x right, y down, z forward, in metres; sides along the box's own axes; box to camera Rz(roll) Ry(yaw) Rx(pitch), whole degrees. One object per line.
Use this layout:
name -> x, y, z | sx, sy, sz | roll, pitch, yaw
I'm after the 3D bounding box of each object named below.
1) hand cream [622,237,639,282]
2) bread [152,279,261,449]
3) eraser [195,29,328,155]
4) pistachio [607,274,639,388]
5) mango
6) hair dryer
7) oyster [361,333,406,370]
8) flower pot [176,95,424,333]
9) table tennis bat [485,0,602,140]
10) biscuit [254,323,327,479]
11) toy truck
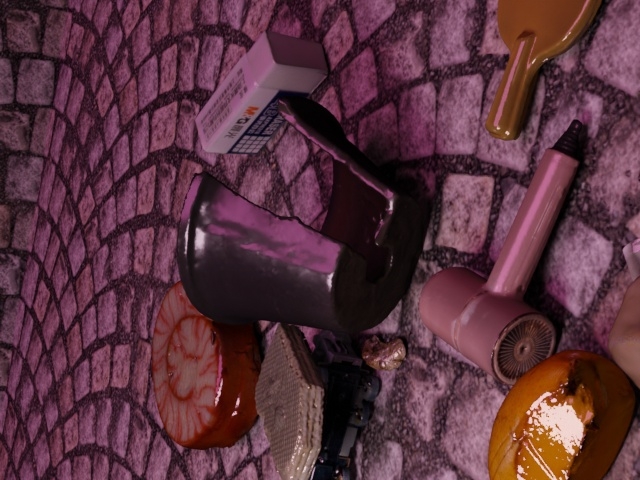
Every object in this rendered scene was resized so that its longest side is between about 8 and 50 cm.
hand cream -> 0.407, 0.145, 1.221 | 0.111, 0.070, 0.312 | -36, 58, 44
bread -> -0.220, 0.237, 2.143 | 0.295, 0.114, 0.328 | -41, 53, 46
eraser -> -0.112, -0.265, 2.053 | 0.287, 0.130, 0.086 | -42, 53, 45
pistachio -> 0.421, 0.087, 1.082 | 0.288, 0.197, 0.166 | -6, 84, 35
mango -> 0.281, 0.238, 1.349 | 0.154, 0.126, 0.252 | 55, 137, 32
hair dryer -> 0.263, -0.001, 1.468 | 0.189, 0.106, 0.344 | 36, 106, 56
oyster -> 0.093, 0.167, 1.734 | 0.083, 0.038, 0.081 | -55, 40, 39
flower pot -> 0.000, 0.000, 1.698 | 0.251, 0.379, 0.379 | 24, 106, 33
table tennis bat -> 0.290, -0.290, 1.500 | 0.198, 0.050, 0.321 | 30, 106, 57
biscuit -> -0.048, 0.252, 1.718 | 0.252, 0.052, 0.150 | -118, 44, -58
toy truck -> 0.004, 0.276, 1.800 | 0.140, 0.108, 0.257 | -142, 65, -68
